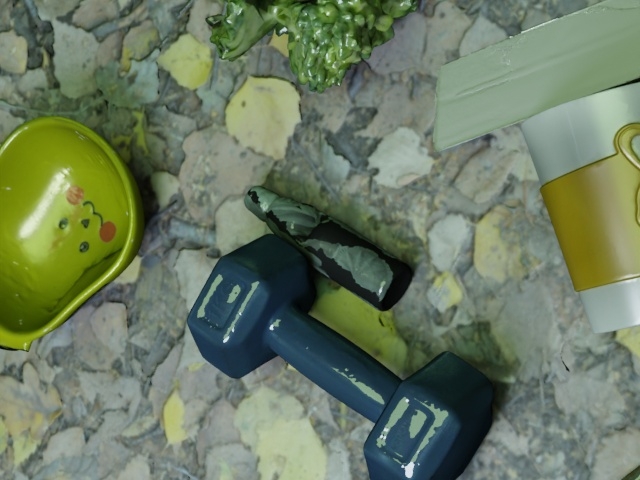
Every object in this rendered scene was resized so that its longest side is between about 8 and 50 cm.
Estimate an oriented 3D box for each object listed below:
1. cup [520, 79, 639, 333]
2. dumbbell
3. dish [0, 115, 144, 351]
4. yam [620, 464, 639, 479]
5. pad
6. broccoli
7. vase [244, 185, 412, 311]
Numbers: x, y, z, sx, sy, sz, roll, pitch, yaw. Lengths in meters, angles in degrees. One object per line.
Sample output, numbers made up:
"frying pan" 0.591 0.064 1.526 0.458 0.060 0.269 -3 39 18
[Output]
"cup" 0.326 -0.040 1.268 0.241 0.185 0.226 -11 84 -7
"dumbbell" 0.019 0.130 1.397 0.325 0.160 0.144 34 68 24
"dish" -0.303 -0.005 1.583 0.262 0.108 0.221 -49 68 11
"yam" 0.253 0.294 1.336 0.234 0.029 0.027 -46 41 16
"pad" 0.217 -0.171 1.357 0.232 0.004 0.156 -20 37 22
"broccoli" 0.010 -0.336 1.392 0.277 0.317 0.338 45 143 10
"vase" 0.000 0.000 1.465 0.211 0.060 0.060 33 99 24
